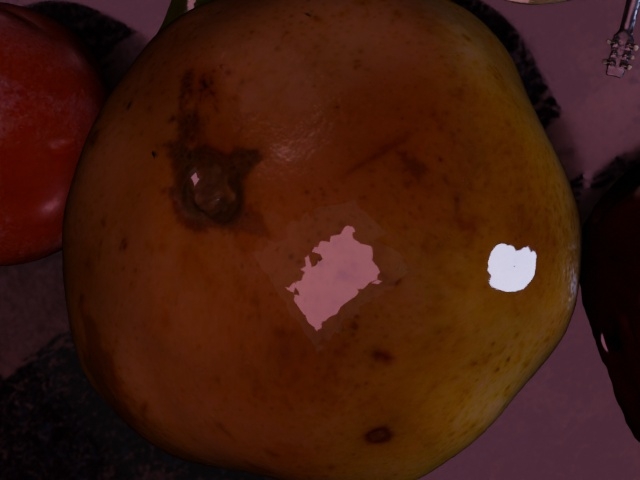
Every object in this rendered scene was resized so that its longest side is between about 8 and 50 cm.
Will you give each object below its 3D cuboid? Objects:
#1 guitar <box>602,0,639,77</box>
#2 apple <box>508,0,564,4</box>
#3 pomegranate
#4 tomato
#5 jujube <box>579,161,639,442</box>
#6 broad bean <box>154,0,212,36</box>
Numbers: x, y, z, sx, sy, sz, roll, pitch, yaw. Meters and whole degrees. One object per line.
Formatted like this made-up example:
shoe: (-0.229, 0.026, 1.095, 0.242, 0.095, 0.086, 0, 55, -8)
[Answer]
guitar: (0.271, -0.249, 1.572, 0.088, 0.025, 0.233, 15, 99, 6)
apple: (0.158, -0.330, 1.444, 0.254, 0.292, 0.292, -43, 90, 6)
pomegranate: (0.000, 0.000, 1.481, 0.416, 0.416, 0.417, 1, 97, 8)
tomato: (-0.259, -0.089, 1.576, 0.188, 0.232, 0.232, -13, 95, -12)
jujube: (0.349, 0.074, 1.503, 0.258, 0.258, 0.377, -17, 89, 10)
broad bean: (-0.101, -0.209, 1.619, 0.052, 0.053, 0.256, 18, 102, -33)
